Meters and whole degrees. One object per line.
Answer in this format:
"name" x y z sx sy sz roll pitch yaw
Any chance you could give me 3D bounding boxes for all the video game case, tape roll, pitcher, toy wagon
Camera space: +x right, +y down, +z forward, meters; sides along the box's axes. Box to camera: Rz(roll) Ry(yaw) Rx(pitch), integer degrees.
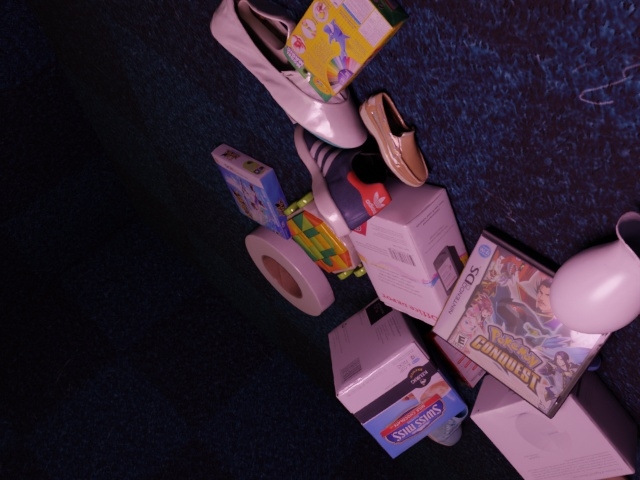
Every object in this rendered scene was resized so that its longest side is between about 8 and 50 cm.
"video game case" 0.367 0.149 1.070 0.275 0.035 0.248 36 121 29
"video game case" -0.202 -0.149 1.800 0.244 0.061 0.269 31 155 38
"tape roll" -0.114 0.109 2.084 0.392 0.072 0.392 40 158 20
"pitcher" 0.454 0.069 0.854 0.178 0.125 0.207 29 146 5
"toy wagon" 0.000 0.000 1.664 0.267 0.068 0.344 50 159 -7

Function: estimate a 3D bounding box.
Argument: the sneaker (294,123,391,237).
"sneaker" 0.050 -0.154 1.188 0.131 0.148 0.350 54 -168 -44

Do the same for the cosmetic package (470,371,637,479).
"cosmetic package" 0.477 0.368 1.189 0.224 0.138 0.224 51 131 -6

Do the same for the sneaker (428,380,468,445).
"sneaker" 0.388 0.538 1.788 0.150 0.135 0.366 26 152 51

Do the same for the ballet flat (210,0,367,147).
"ballet flat" -0.055 -0.339 1.101 0.400 0.139 0.139 44 159 10

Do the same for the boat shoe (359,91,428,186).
"boat shoe" 0.145 -0.183 1.060 0.190 0.068 0.072 52 147 -12

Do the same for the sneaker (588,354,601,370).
"sneaker" 0.480 0.188 1.090 0.144 0.053 0.059 47 157 -3

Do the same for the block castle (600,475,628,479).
"block castle" 0.503 0.686 1.389 0.213 0.453 0.303 35 158 10

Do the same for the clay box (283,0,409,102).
"clay box" 0.032 -0.336 0.955 0.127 0.053 0.222 49 148 -4

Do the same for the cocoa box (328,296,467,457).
"cocoa box" 0.183 0.328 1.498 0.228 0.231 0.347 51 -173 -14

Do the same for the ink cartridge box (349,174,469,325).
"ink cartridge box" 0.190 0.020 1.242 0.226 0.131 0.306 22 149 48

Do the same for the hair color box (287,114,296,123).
"hair color box" -0.069 -0.325 1.244 0.141 0.043 0.072 53 158 -17

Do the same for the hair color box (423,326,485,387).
"hair color box" 0.346 0.272 1.446 0.167 0.093 0.053 51 160 -9
